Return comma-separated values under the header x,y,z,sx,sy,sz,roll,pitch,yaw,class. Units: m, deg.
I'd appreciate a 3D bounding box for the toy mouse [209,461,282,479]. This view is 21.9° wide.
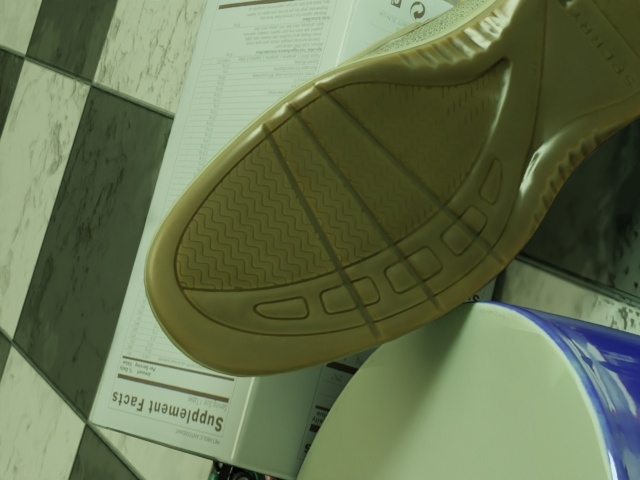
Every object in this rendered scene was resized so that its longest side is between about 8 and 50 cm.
x,y,z,sx,sy,sz,roll,pitch,yaw,class
-0.030,0.144,0.972,0.161,0.031,0.143,-43,40,46,toy mouse

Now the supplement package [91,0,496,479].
x,y,z,sx,sy,sz,roll,pitch,yaw,class
0.000,0.000,0.846,0.139,0.134,0.244,6,79,53,supplement package

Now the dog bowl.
x,y,z,sx,sy,sz,roll,pitch,yaw,class
0.079,0.161,0.669,0.265,0.104,0.265,-39,43,50,dog bowl

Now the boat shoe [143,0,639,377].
x,y,z,sx,sy,sz,roll,pitch,yaw,class
0.047,-0.041,0.714,0.302,0.109,0.098,-38,6,-22,boat shoe
